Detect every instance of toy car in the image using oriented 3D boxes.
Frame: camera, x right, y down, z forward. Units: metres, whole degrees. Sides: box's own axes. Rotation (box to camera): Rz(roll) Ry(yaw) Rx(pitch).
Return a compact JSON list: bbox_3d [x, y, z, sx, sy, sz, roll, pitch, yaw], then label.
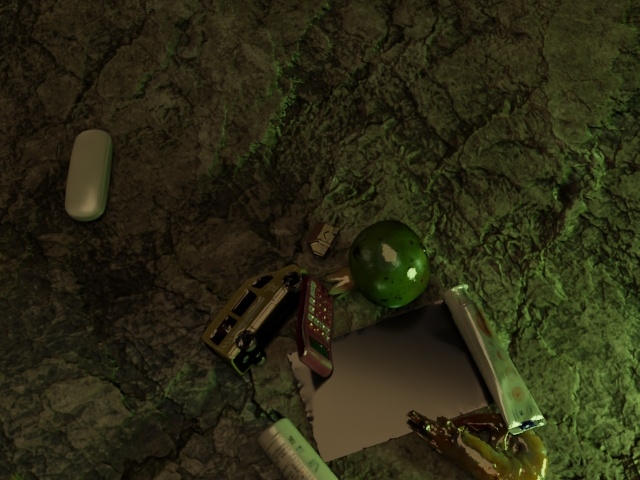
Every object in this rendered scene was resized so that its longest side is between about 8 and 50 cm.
[{"bbox_3d":[-0.130,0.150,1.928,0.124,0.101,0.256,31,72,26],"label":"toy car"}]

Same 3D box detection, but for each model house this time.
[{"bbox_3d":[0.000,0.000,2.012,0.058,0.057,0.083,26,71,11],"label":"model house"}]

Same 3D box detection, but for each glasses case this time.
[{"bbox_3d":[-0.536,-0.153,2.129,0.092,0.059,0.233,-2,64,2],"label":"glasses case"}]

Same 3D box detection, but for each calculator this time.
[{"bbox_3d":[-0.011,0.177,1.890,0.034,0.127,0.190,-12,59,26],"label":"calculator"}]

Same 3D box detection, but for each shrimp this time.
[{"bbox_3d":[0.312,0.385,1.798,0.287,0.063,0.152,30,68,14],"label":"shrimp"}]

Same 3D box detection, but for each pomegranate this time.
[{"bbox_3d":[0.116,0.060,1.916,0.225,0.187,0.186,-20,63,18],"label":"pomegranate"}]

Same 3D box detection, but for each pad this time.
[{"bbox_3d":[0.139,0.286,1.893,0.368,0.007,0.247,-19,65,-4],"label":"pad"}]

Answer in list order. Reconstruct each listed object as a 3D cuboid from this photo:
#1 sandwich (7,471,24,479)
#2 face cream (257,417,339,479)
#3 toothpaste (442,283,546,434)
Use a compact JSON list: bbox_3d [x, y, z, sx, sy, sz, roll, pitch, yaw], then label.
[{"bbox_3d":[-0.625,0.597,1.785,0.212,0.063,0.245,33,71,22],"label":"sandwich"},{"bbox_3d":[-0.013,0.468,1.778,0.082,0.082,0.269,-38,68,-12],"label":"face cream"},{"bbox_3d":[0.347,0.238,1.863,0.100,0.066,0.323,-7,59,-33],"label":"toothpaste"}]
